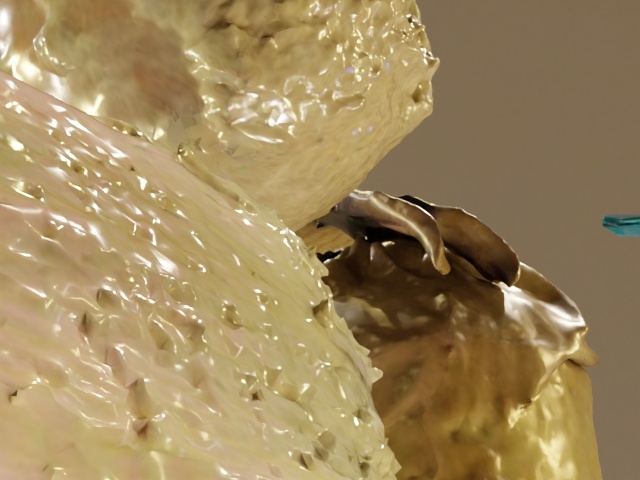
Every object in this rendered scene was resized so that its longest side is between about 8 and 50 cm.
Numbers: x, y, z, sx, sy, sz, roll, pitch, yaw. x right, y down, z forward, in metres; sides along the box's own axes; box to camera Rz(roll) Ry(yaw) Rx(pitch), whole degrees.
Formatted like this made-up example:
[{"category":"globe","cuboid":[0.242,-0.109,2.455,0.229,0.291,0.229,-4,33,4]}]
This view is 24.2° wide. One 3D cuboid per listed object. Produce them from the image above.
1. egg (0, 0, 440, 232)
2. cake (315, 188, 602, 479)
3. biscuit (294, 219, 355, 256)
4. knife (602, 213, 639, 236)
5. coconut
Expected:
[{"category":"egg","cuboid":[-0.080,-0.123,0.948,0.310,0.279,0.279,26,-123,32]},{"category":"cake","cuboid":[0.073,0.123,1.278,0.332,0.332,0.321,-7,-114,7]},{"category":"biscuit","cuboid":[0.000,-0.001,1.680,0.228,0.176,0.031,-21,-115,36]},{"category":"knife","cuboid":[0.260,-0.015,1.107,0.044,0.296,0.026,7,-87,23]},{"category":"coconut","cuboid":[-0.190,0.122,0.457,0.404,0.405,0.405,-7,-135,7]}]
